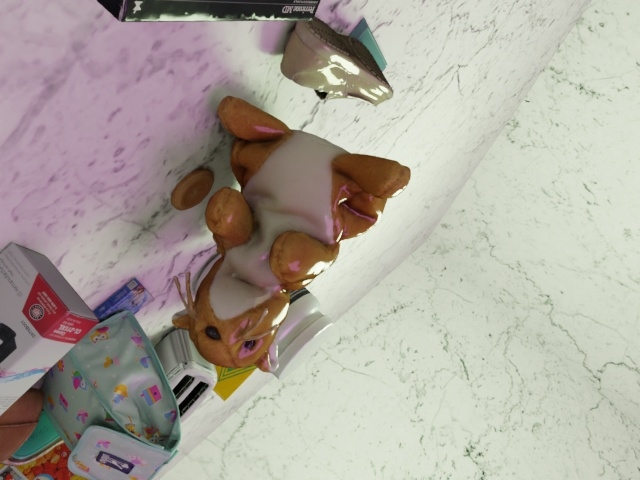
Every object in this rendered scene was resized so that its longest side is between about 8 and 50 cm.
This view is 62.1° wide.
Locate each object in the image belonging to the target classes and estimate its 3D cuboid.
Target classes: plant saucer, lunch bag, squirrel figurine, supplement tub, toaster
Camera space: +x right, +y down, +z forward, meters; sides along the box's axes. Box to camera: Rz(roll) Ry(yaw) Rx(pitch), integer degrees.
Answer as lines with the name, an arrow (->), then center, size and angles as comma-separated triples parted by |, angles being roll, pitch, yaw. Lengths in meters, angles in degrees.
plant saucer -> -0.205, -0.081, 0.862 | 0.083, 0.013, 0.083 | -43, 165, -14
lunch bag -> -0.353, 0.296, 0.917 | 0.160, 0.262, 0.223 | -19, 155, -48
squirrel figurine -> -0.075, 0.018, 0.866 | 0.397, 0.281, 0.370 | -138, -110, -88
supplement tub -> -0.123, 0.147, 1.166 | 0.191, 0.272, 0.191 | -43, 164, -15
plant saucer -> 0.085, -0.338, 0.982 | 0.067, 0.018, 0.192 | -50, 164, 9
toaster -> -0.325, 0.310, 1.216 | 0.227, 0.146, 0.129 | -47, 125, 5

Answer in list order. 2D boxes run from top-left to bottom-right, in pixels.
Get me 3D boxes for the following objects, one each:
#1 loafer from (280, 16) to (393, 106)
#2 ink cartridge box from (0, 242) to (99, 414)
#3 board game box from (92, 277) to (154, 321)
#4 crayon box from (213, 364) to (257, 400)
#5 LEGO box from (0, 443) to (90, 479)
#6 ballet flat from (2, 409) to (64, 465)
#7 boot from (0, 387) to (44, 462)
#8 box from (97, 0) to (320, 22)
loafer -> 0.026, -0.272, 0.851 | 0.092, 0.102, 0.268 | -36, 157, 27
ink cartridge box -> -0.386, 0.112, 0.647 | 0.175, 0.127, 0.072 | -45, 164, -7
board game box -> -0.351, 0.115, 0.955 | 0.090, 0.020, 0.090 | -41, 165, -16
crayon box -> -0.168, 0.250, 1.468 | 0.313, 0.106, 0.363 | -45, -179, -3
LEGO box -> -0.593, 0.628, 0.942 | 0.500, 0.372, 0.193 | -32, 159, -45
ballet flat -> -0.490, 0.339, 1.047 | 0.106, 0.107, 0.316 | -32, 169, 33
boot -> -0.474, 0.227, 0.803 | 0.236, 0.089, 0.269 | -53, 176, -22
box -> -0.079, -0.302, 0.470 | 0.261, 0.103, 0.184 | -29, 154, -50
